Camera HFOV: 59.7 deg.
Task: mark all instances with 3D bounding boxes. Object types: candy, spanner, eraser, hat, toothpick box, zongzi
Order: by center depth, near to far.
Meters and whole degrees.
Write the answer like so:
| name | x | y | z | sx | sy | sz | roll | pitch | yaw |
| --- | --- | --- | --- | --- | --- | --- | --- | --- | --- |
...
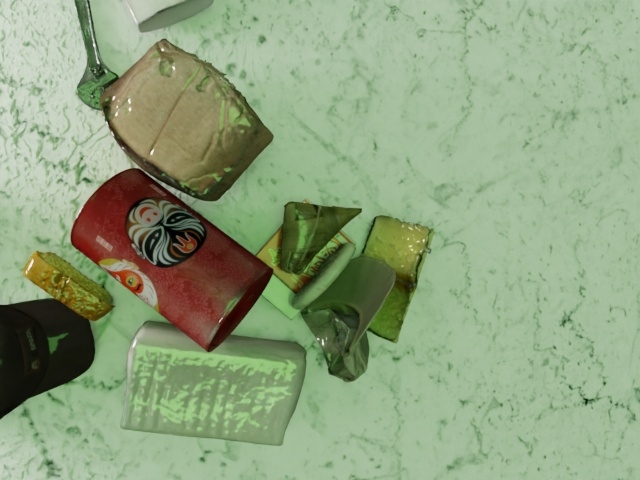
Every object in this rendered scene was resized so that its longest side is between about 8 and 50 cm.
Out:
| name | x | y | z | sx | sy | sz | roll | pitch | yaw |
| --- | --- | --- | --- | --- | --- | --- | --- | --- | --- |
| hat | -0.614 | 0.229 | 1.051 | 0.336 | 0.209 | 0.238 | -18 | 90 | -12 |
| toothpick box | -0.282 | 0.036 | 1.080 | 0.333 | 0.204 | 0.204 | 37 | 83 | 6 |
| eraser | -0.361 | -0.593 | 1.157 | 0.174 | 0.095 | 0.270 | -27 | 96 | -10 |
| candy | -0.220 | 0.298 | 1.160 | 0.359 | 0.145 | 0.208 | 11 | 88 | -10 |
| spanner | -0.490 | -0.430 | 1.168 | 0.093 | 0.026 | 0.325 | -12 | 91 | -10 |
| hat | 0.083 | 0.172 | 1.197 | 0.245 | 0.214 | 0.149 | -39 | 122 | -7 |
| zongzi | 0.000 | 0.000 | 1.205 | 0.176 | 0.078 | 0.160 | 6 | 94 | -20 |
| eraser | -0.050 | 0.042 | 1.247 | 0.157 | 0.038 | 0.230 | 42 | 82 | -9 |

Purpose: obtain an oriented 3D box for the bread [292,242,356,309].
| name | x | y | z | sx | sy | sz | roll | pitch | yaw |
| --- | --- | --- | --- | --- | --- | --- | --- | --- | --- |
| bread | 0.009 | 0.072 | 1.183 | 0.036 | 0.112 | 0.193 | 43 | 81 | -6 |

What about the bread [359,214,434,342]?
| name | x | y | z | sx | sy | sz | roll | pitch | yaw |
| --- | --- | --- | --- | --- | --- | --- | --- | --- | --- |
| bread | 0.159 | 0.086 | 1.253 | 0.178 | 0.142 | 0.266 | 20 | 88 | 31 |

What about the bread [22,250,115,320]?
| name | x | y | z | sx | sy | sz | roll | pitch | yaw |
| --- | --- | --- | --- | --- | --- | --- | --- | --- | --- |
| bread | -0.502 | 0.094 | 1.125 | 0.187 | 0.103 | 0.065 | 35 | 83 | -11 |

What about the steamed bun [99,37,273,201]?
| name | x | y | z | sx | sy | sz | roll | pitch | yaw |
| --- | --- | --- | --- | --- | --- | --- | --- | --- | --- |
| steamed bun | -0.262 | -0.238 | 1.134 | 0.301 | 0.199 | 0.251 | 42 | 100 | 0 |
